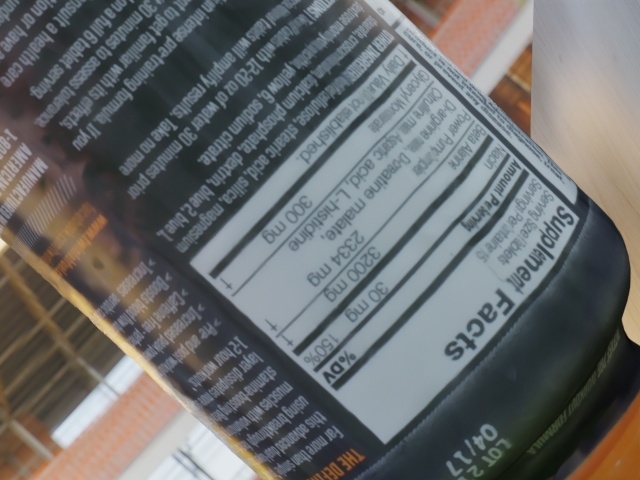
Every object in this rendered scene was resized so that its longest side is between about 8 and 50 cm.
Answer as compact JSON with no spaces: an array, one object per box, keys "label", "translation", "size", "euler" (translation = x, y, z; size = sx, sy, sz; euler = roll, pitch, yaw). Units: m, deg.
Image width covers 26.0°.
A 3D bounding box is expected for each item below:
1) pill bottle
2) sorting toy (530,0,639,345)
[{"label":"pill bottle","translation":[0.000,0.000,0.413],"size":[0.130,0.246,0.130],"euler":[-45,5,5]},{"label":"sorting toy","translation":[0.167,0.025,0.487],"size":[0.089,0.257,0.255],"euler":[-20,-33,-6]}]
